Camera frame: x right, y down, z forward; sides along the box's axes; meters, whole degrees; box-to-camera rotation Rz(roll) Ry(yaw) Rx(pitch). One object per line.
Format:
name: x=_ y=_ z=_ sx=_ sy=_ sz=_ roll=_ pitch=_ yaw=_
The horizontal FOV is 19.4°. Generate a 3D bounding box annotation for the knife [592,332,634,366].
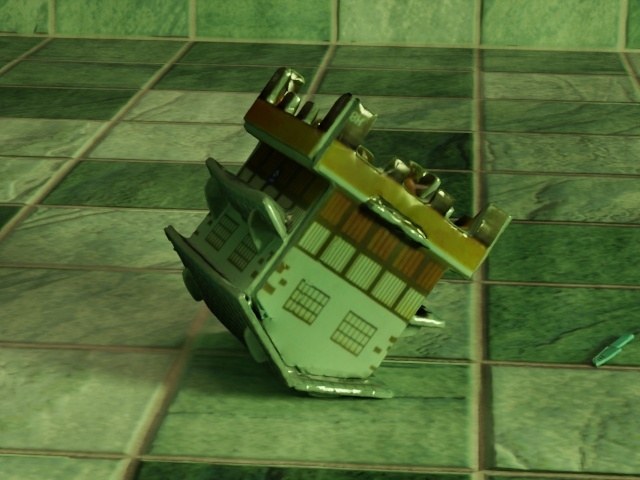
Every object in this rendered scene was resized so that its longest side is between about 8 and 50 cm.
knife: x=0.251 y=0.094 z=1.611 sx=0.014 sy=0.005 sz=0.091 roll=7 pitch=16 yaw=28

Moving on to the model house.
model house: x=0.000 y=0.000 z=1.548 sx=0.198 sy=0.215 sz=0.224 roll=37 pitch=-1 yaw=-26
